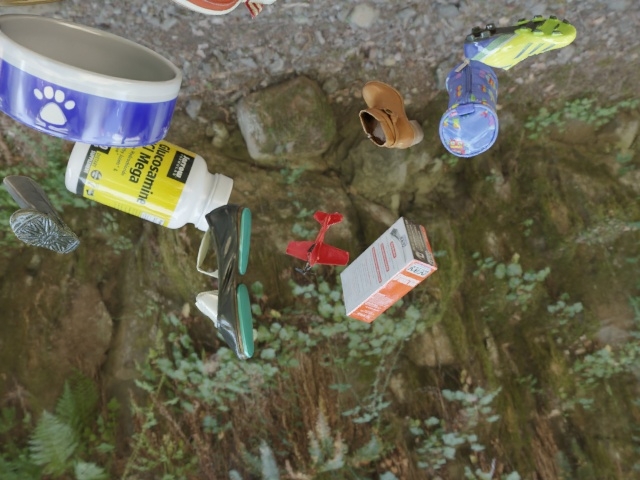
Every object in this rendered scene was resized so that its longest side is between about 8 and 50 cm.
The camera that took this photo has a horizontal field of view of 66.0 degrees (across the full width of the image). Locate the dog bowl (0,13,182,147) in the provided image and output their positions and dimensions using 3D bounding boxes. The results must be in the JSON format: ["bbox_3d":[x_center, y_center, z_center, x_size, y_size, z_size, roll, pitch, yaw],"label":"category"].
[{"bbox_3d":[-0.360,-0.250,0.768,0.265,0.265,0.104,-2,126,-41],"label":"dog bowl"}]

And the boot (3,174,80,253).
[{"bbox_3d":[-0.628,-0.076,1.068,0.076,0.208,0.189,-36,158,-9],"label":"boot"}]

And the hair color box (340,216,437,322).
[{"bbox_3d":[0.107,0.051,0.812,0.053,0.093,0.167,21,132,-28],"label":"hair color box"}]

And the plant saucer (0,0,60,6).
[{"bbox_3d":[-0.466,-0.430,0.771,0.278,0.278,0.041,-9,134,-14],"label":"plant saucer"}]

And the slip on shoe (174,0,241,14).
[{"bbox_3d":[-0.123,-0.303,0.405,0.101,0.123,0.331,16,171,13],"label":"slip on shoe"}]

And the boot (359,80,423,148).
[{"bbox_3d":[0.127,-0.278,1.068,0.152,0.197,0.073,-18,151,-47],"label":"boot"}]

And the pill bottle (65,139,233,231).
[{"bbox_3d":[-0.384,-0.141,1.139,0.334,0.187,0.188,21,157,-19],"label":"pill bottle"}]

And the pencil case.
[{"bbox_3d":[0.338,-0.311,1.113,0.119,0.133,0.306,-10,-147,25],"label":"pencil case"}]

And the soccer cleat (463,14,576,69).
[{"bbox_3d":[0.525,-0.516,1.310,0.289,0.121,0.093,11,-129,39],"label":"soccer cleat"}]

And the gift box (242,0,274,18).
[{"bbox_3d":[-0.215,-0.774,1.333,0.255,0.276,0.258,-5,-173,-30],"label":"gift box"}]

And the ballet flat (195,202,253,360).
[{"bbox_3d":[-0.171,0.073,0.888,0.096,0.280,0.095,-3,169,5],"label":"ballet flat"}]

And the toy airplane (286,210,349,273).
[{"bbox_3d":[0.000,0.000,0.956,0.151,0.151,0.028,-16,141,20],"label":"toy airplane"}]
